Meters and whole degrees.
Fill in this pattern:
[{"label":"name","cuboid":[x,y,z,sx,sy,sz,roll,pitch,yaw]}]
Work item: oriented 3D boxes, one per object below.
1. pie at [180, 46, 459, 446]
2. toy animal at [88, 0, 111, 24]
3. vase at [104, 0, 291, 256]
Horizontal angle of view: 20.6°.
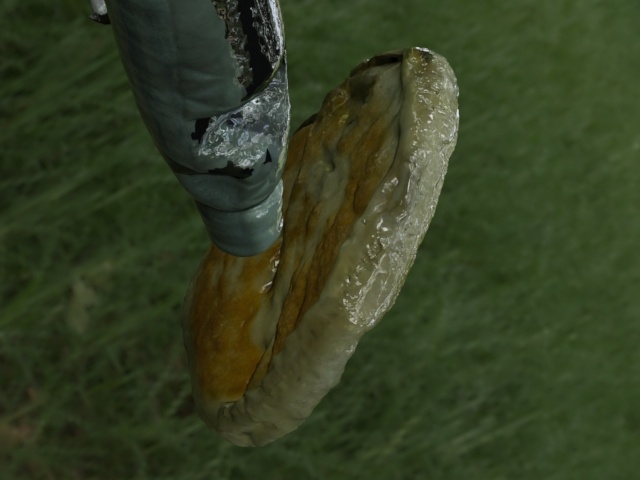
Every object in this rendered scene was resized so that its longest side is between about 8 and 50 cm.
[{"label":"pie","cuboid":[0.000,0.000,1.324,0.077,0.339,0.339,30,29,-21]},{"label":"toy animal","cuboid":[-0.051,-0.189,0.969,0.131,0.181,0.127,5,83,-61]},{"label":"vase","cuboid":[-0.039,-0.064,0.620,0.211,0.059,0.060,79,-3,-53]}]
